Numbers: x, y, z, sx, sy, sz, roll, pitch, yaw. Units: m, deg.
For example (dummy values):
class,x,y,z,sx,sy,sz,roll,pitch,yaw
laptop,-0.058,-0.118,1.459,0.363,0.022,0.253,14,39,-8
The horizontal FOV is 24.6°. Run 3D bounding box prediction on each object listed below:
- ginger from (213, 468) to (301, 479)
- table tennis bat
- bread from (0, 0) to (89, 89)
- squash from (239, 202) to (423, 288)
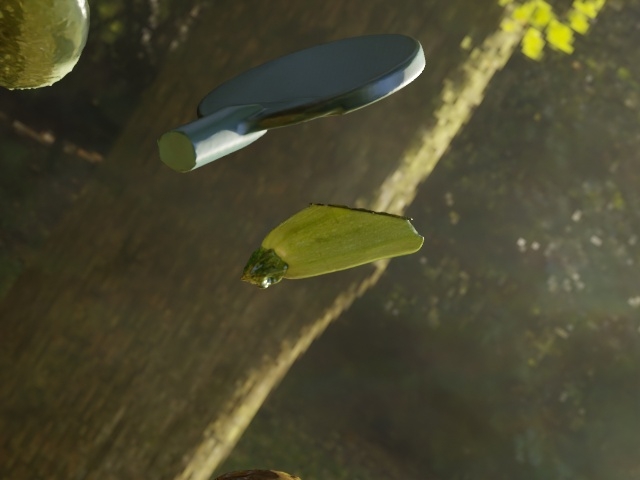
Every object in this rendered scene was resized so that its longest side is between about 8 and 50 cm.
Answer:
class,x,y,z,sx,sy,sz,roll,pitch,yaw
ginger,-0.048,0.252,1.001,0.165,0.172,0.321,9,15,1
table tennis bat,-0.033,-0.136,1.377,0.215,0.044,0.329,1,23,36
bread,-0.157,-0.101,0.556,0.193,0.036,0.112,28,-24,28
squash,0.001,-0.003,1.475,0.200,0.075,0.090,-14,28,-27
